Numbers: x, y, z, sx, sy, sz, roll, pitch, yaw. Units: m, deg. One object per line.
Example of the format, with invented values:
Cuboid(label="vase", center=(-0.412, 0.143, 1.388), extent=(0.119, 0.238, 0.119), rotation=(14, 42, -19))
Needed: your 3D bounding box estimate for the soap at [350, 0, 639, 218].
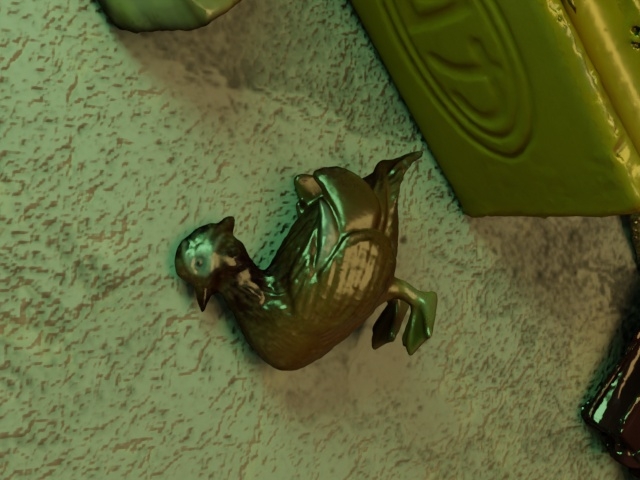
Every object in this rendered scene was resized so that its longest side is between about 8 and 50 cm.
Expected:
Cuboid(label="soap", center=(0.125, -0.170, 0.786), extent=(0.096, 0.204, 0.324), rotation=(-43, 112, -28))

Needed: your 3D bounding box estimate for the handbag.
Cuboid(label="handbag", center=(0.363, 0.148, 1.018), extent=(0.203, 0.074, 0.216), rotation=(44, 75, -28))

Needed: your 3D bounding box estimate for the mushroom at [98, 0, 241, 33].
Cuboid(label="mushroom", center=(-0.077, -0.264, 0.657), extent=(0.173, 0.162, 0.236), rotation=(-39, 113, -30))

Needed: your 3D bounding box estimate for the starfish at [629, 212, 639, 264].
Cuboid(label="starfish", center=(0.313, -0.051, 1.001), extent=(0.213, 0.057, 0.238), rotation=(-3, 125, -8))

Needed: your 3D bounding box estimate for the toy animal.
Cuboid(label="toy animal", center=(0.000, 0.000, 0.762), extent=(0.179, 0.089, 0.188), rotation=(28, 76, -18))
